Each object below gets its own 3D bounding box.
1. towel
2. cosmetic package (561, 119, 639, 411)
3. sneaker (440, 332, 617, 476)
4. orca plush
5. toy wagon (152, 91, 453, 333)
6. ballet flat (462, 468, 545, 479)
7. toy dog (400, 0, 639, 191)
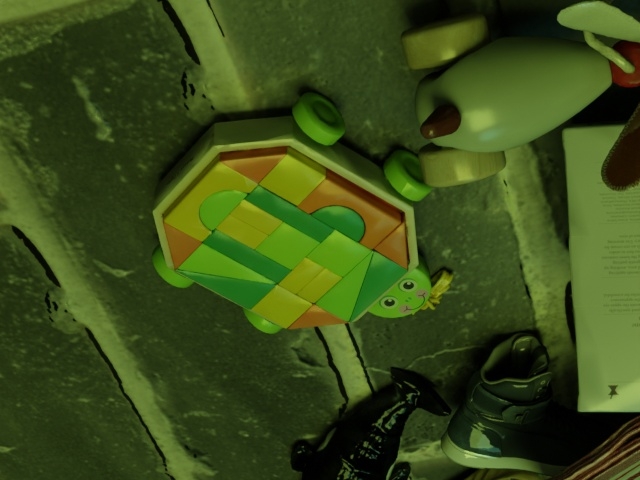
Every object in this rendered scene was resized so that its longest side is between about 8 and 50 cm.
[{"bbox_3d":[0.366,0.253,1.671,0.237,0.037,0.329,-37,157,24],"label":"towel"},{"bbox_3d":[0.432,0.018,1.395,0.377,0.097,0.284,-2,97,17],"label":"cosmetic package"},{"bbox_3d":[0.269,0.192,1.694,0.226,0.086,0.163,4,124,-20],"label":"sneaker"},{"bbox_3d":[0.059,0.289,1.765,0.151,0.102,0.287,30,125,-25],"label":"orca plush"},{"bbox_3d":[0.000,0.000,1.526,0.344,0.068,0.267,30,125,-25],"label":"toy wagon"},{"bbox_3d":[0.199,0.335,1.830,0.080,0.073,0.232,25,127,-21],"label":"ballet flat"},{"bbox_3d":[0.211,-0.140,1.296,0.334,0.161,0.220,-30,100,24],"label":"toy dog"}]
